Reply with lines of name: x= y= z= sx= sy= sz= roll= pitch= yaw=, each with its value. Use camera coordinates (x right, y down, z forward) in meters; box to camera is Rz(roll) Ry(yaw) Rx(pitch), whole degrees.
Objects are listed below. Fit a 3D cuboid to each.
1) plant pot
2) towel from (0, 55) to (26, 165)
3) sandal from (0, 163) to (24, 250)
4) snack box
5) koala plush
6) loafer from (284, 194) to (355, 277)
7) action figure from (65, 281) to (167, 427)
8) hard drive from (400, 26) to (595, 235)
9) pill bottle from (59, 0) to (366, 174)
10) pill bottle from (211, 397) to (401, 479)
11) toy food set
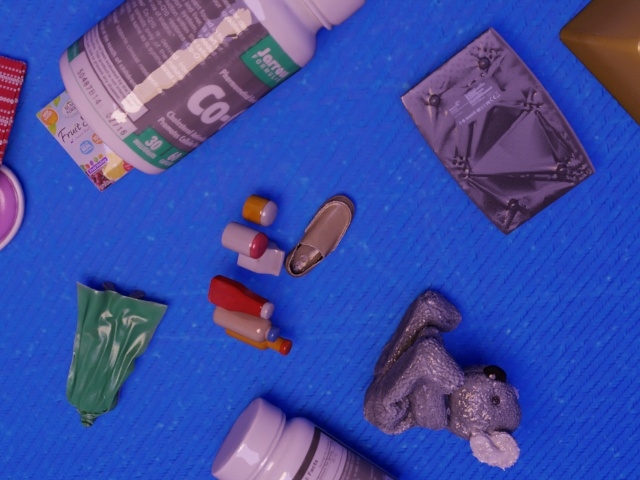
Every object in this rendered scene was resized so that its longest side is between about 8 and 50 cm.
plant pot: x=0.472 y=-0.258 z=1.149 sx=0.212 sy=0.187 sz=0.212 roll=43 pitch=104 yaw=-11
towel: x=-0.533 y=-0.137 z=1.235 sx=0.199 sy=0.031 sz=0.274 roll=14 pitch=84 yaw=-2
sandal: x=-0.628 y=-0.002 z=1.288 sx=0.417 sy=0.102 sz=0.169 roll=-15 pitch=107 yaw=5
snack box: x=-0.316 y=-0.154 z=1.270 sx=0.100 sy=0.037 sz=0.141 roll=-35 pitch=103 yaw=10
koala plush: x=0.197 y=0.226 z=1.315 sx=0.221 sy=0.196 sz=0.203 roll=27 pitch=117 yaw=-8
loafer: x=0.000 y=0.000 z=1.307 sx=0.056 sy=0.050 sz=0.148 roll=32 pitch=105 yaw=-9
action figure: x=-0.330 y=0.181 z=1.362 sx=0.137 sy=0.063 sz=0.232 roll=18 pitch=103 yaw=-7
hard drive: x=0.247 y=-0.152 z=1.254 sx=0.172 sy=0.054 sz=0.254 roll=-37 pitch=103 yaw=12
pill bottle: x=-0.135 y=-0.265 z=1.146 sx=0.361 sy=0.204 sz=0.204 roll=-36 pitch=104 yaw=12
pill bottle: x=-0.014 y=0.373 z=1.367 sx=0.283 sy=0.161 sz=0.161 roll=35 pitch=105 yaw=-9
toy food set: x=-0.085 y=0.060 z=1.279 sx=0.105 sy=0.111 sz=0.232 roll=21 pitch=112 yaw=21
